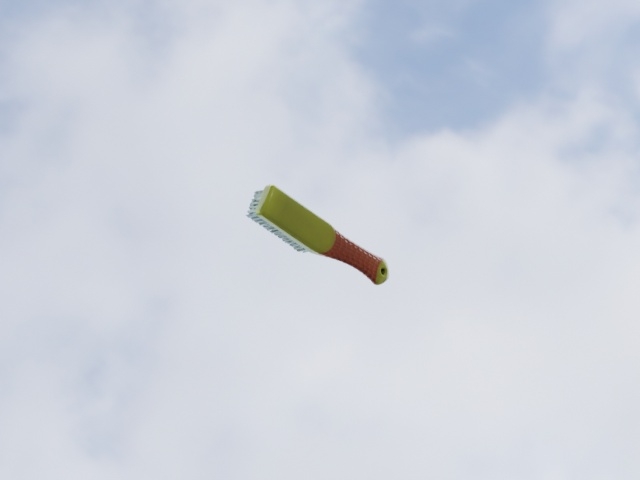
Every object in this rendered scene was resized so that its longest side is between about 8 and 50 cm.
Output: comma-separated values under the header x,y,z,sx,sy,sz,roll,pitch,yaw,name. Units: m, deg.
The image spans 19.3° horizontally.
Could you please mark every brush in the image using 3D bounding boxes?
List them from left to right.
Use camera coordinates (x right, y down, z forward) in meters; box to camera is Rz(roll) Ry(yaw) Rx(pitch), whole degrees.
x,y,z,sx,sy,sz,roll,pitch,yaw,name
0.000,0.000,0.944,0.083,0.021,0.018,31,-117,-25,brush
